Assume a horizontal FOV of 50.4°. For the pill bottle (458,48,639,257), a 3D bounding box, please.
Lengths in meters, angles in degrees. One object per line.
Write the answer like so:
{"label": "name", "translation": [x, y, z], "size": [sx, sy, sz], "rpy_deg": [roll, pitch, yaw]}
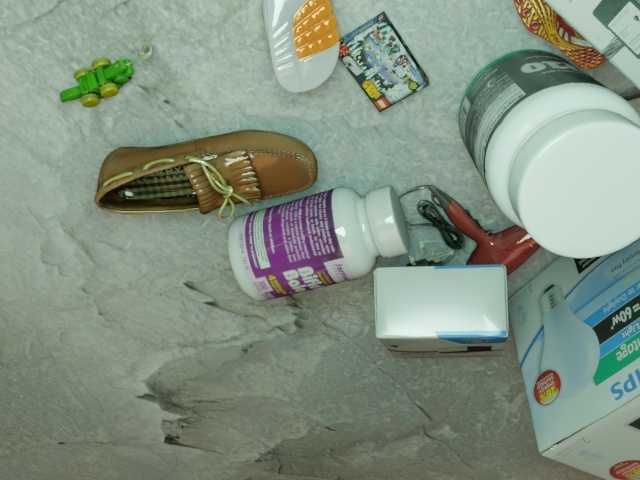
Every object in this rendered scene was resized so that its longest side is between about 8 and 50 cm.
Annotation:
{"label": "pill bottle", "translation": [0.316, -0.131, 0.935], "size": [0.204, 0.361, 0.204], "rpy_deg": [0, 116, 1]}

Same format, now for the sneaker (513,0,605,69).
{"label": "sneaker", "translation": [0.344, -0.317, 0.993], "size": [0.175, 0.067, 0.064], "rpy_deg": [42, 121, -12]}

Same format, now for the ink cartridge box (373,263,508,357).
{"label": "ink cartridge box", "translation": [0.230, 0.143, 1.278], "size": [0.223, 0.129, 0.307], "rpy_deg": [-3, 164, 11]}

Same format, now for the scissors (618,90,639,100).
{"label": "scissors", "translation": [0.402, -0.207, 1.121], "size": [0.297, 0.021, 0.109], "rpy_deg": [-1, 131, 2]}

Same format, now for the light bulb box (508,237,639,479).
{"label": "light bulb box", "translation": [0.566, 0.191, 1.250], "size": [0.225, 0.361, 0.358], "rpy_deg": [24, 130, -19]}

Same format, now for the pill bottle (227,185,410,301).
{"label": "pill bottle", "translation": [0.000, 0.000, 1.227], "size": [0.302, 0.169, 0.169], "rpy_deg": [-15, 131, 16]}

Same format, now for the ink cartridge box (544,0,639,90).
{"label": "ink cartridge box", "translation": [0.368, -0.337, 0.868], "size": [0.289, 0.211, 0.121], "rpy_deg": [31, 127, -25]}

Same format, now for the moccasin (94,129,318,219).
{"label": "moccasin", "translation": [-0.194, -0.104, 1.152], "size": [0.380, 0.147, 0.139], "rpy_deg": [0, 133, 2]}

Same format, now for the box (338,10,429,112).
{"label": "box", "translation": [0.096, -0.275, 1.061], "size": [0.094, 0.027, 0.137], "rpy_deg": [-26, 127, 25]}

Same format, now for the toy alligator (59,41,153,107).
{"label": "toy alligator", "translation": [-0.329, -0.259, 1.082], "size": [0.190, 0.056, 0.051], "rpy_deg": [-21, 171, 19]}

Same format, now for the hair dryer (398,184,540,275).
{"label": "hair dryer", "translation": [0.293, -0.004, 1.273], "size": [0.294, 0.080, 0.223], "rpy_deg": [-5, 132, 7]}

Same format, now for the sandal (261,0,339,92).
{"label": "sandal", "translation": [-0.037, -0.350, 0.974], "size": [0.102, 0.076, 0.265], "rpy_deg": [-11, 112, -6]}
